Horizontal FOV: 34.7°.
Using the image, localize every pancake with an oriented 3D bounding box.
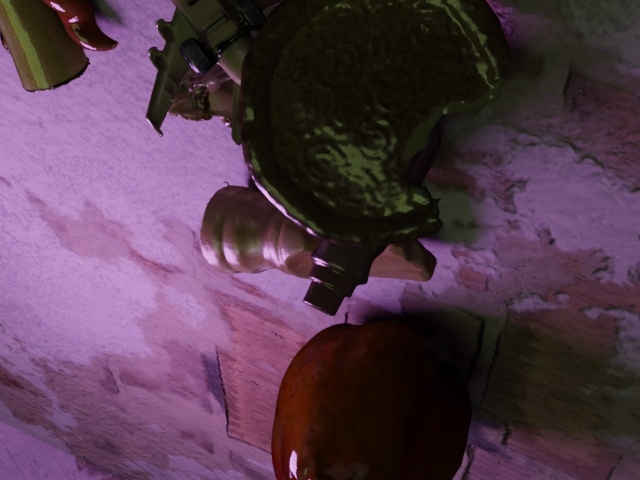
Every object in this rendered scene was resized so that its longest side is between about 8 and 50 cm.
[{"bbox_3d":[0.055,-0.132,1.018,0.288,0.033,0.286,-25,99,10],"label":"pancake"}]

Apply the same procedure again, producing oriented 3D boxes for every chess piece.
[{"bbox_3d":[0.000,0.000,1.348,0.301,0.137,0.137,8,141,26],"label":"chess piece"}]

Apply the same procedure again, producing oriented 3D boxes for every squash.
[{"bbox_3d":[-0.384,-0.297,1.284,0.094,0.094,0.224,4,134,36],"label":"squash"}]

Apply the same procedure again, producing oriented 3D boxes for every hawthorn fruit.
[{"bbox_3d":[0.062,0.271,1.495,0.308,0.325,0.308,20,121,37],"label":"hawthorn fruit"}]

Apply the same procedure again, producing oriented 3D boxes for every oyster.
[{"bbox_3d":[-0.060,-0.175,1.192,0.233,0.107,0.161,4,133,8],"label":"oyster"}]

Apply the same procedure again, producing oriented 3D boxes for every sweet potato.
[{"bbox_3d":[-0.322,-0.307,1.245,0.055,0.058,0.202,-17,126,25],"label":"sweet potato"}]

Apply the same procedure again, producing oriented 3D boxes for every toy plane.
[{"bbox_3d":[-0.110,-0.229,1.089,0.256,0.242,0.104,53,-174,11],"label":"toy plane"}]

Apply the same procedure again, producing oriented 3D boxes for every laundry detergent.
[{"bbox_3d":[0.055,-0.024,1.154,0.076,0.237,0.171,26,174,7],"label":"laundry detergent"}]

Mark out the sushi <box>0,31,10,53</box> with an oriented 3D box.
[{"bbox_3d":[-0.408,-0.285,1.374,0.046,0.044,0.083,44,151,21],"label":"sushi"}]
